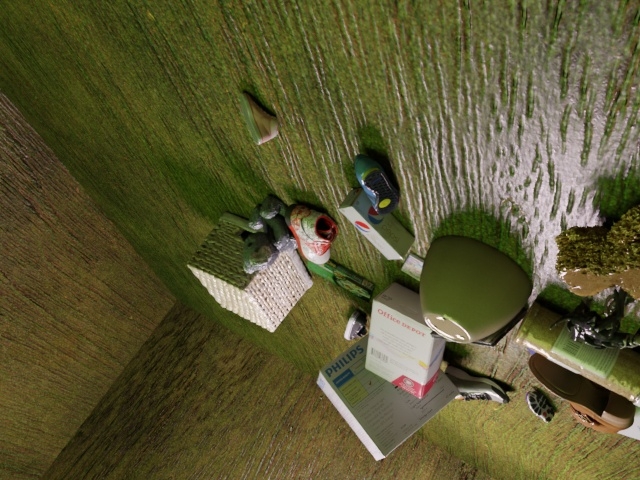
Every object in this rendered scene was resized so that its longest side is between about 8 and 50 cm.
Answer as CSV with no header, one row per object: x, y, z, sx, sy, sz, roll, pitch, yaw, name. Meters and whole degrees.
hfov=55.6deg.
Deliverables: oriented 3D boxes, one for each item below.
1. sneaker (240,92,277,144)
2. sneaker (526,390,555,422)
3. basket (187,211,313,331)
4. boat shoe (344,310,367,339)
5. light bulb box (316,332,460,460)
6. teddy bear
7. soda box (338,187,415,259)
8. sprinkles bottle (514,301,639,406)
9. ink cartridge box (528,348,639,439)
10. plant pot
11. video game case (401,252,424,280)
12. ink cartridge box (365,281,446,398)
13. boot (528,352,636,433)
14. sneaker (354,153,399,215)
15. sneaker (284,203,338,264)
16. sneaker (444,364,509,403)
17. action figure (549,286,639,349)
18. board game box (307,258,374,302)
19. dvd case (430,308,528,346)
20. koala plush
-0.152,-0.314,1.532,0.134,0.070,0.051,68,162,-5,sneaker
0.732,0.564,2.063,0.071,0.068,0.170,16,153,51,sneaker
-0.262,0.117,2.280,0.329,0.266,0.331,21,153,32,basket
0.152,0.355,2.446,0.076,0.080,0.228,30,150,14,boat shoe
0.233,0.526,2.181,0.361,0.358,0.225,51,162,16,light bulb box
0.606,0.022,1.099,0.245,0.113,0.338,34,152,-18,teddy bear
0.151,-0.043,1.615,0.216,0.073,0.069,44,157,-22,soda box
0.667,0.281,1.494,0.356,0.121,0.121,27,157,18,sprinkles bottle
0.785,0.446,1.741,0.330,0.071,0.324,4,144,49,ink cartridge box
0.367,0.149,1.554,0.284,0.190,0.284,29,157,14,plant pot
0.286,0.083,1.770,0.087,0.011,0.122,31,158,8,video game case
0.278,0.321,1.948,0.226,0.131,0.306,26,130,28,ink cartridge box
0.689,0.413,1.621,0.284,0.109,0.220,23,161,26,boot
0.135,-0.138,1.478,0.082,0.069,0.209,60,-175,34,sneaker
-0.001,0.000,1.899,0.145,0.090,0.270,18,151,40,sneaker
0.561,0.550,2.218,0.272,0.108,0.100,10,146,43,sneaker
0.640,0.170,1.288,0.276,0.140,0.164,13,156,11,action figure
0.069,0.126,2.144,0.260,0.030,0.136,30,160,12,board game box
0.431,0.228,1.668,0.221,0.165,0.018,-1,118,55,dvd case
-0.170,0.008,1.977,0.203,0.221,0.196,38,157,-10,koala plush
